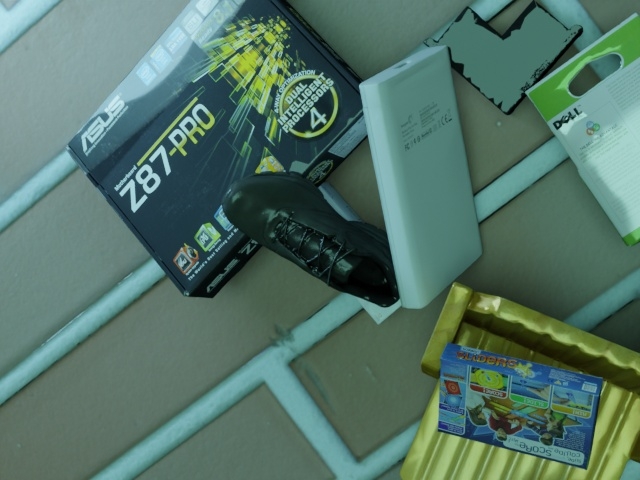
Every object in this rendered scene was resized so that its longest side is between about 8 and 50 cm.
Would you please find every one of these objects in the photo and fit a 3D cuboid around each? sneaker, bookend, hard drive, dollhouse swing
[{"bbox_3d":[0.000,0.000,1.544,0.286,0.130,0.109,24,109,-17],"label":"sneaker"},{"bbox_3d":[0.256,-0.284,1.598,0.157,0.072,0.156,41,103,6],"label":"bookend"},{"bbox_3d":[0.142,-0.089,1.548,0.040,0.203,0.307,1,112,34],"label":"hard drive"},{"bbox_3d":[0.282,0.274,1.559,0.347,0.315,0.305,23,83,9],"label":"dollhouse swing"}]

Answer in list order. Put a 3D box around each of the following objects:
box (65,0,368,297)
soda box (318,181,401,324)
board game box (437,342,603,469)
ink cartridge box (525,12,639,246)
[{"bbox_3d":[-0.142,-0.161,1.666,0.395,0.097,0.318,-45,70,14],"label":"box"},{"bbox_3d":[0.047,0.016,1.684,0.074,0.069,0.216,-42,86,14],"label":"soda box"},{"bbox_3d":[0.252,0.213,1.463,0.201,0.035,0.136,12,129,18],"label":"board game box"},{"bbox_3d":[0.432,-0.149,1.547,0.189,0.097,0.255,-36,80,21],"label":"ink cartridge box"}]
